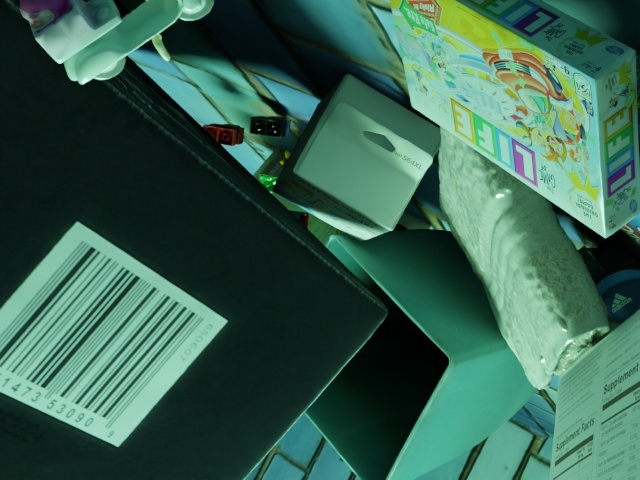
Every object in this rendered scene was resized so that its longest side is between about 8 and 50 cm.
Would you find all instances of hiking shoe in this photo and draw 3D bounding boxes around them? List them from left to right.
[{"bbox_3d":[0.257,0.060,1.035,0.132,0.113,0.304,58,-178,8],"label":"hiking shoe"}]

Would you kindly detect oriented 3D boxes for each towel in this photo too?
[{"bbox_3d":[0.138,0.011,0.899,0.187,0.049,0.282,64,180,16],"label":"towel"}]

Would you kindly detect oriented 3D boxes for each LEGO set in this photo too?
[{"bbox_3d":[-0.131,-0.205,0.622,0.287,0.132,0.107,52,172,42],"label":"LEGO set"}]

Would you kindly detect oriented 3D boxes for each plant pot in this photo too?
[{"bbox_3d":[0.114,0.092,1.122,0.234,0.165,0.166,-10,-135,-41],"label":"plant pot"}]

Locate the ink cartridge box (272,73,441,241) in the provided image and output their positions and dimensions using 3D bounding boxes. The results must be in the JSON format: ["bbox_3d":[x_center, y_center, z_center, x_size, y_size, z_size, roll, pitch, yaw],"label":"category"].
[{"bbox_3d":[0.028,-0.063,0.979,0.092,0.090,0.143,30,172,-6],"label":"ink cartridge box"}]

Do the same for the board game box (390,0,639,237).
[{"bbox_3d":[0.095,-0.080,0.622,0.154,0.026,0.103,40,158,41],"label":"board game box"}]

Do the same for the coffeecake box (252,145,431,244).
[{"bbox_3d":[0.000,0.000,1.264,0.185,0.142,0.068,28,129,7],"label":"coffeecake box"}]

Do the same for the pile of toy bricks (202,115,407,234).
[{"bbox_3d":[-0.016,-0.058,1.185,0.212,0.118,0.105,10,-169,12],"label":"pile of toy bricks"}]

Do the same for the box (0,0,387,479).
[{"bbox_3d":[-0.279,-0.057,0.928,0.472,0.297,0.480,42,-179,40],"label":"box"}]

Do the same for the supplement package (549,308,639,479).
[{"bbox_3d":[0.291,0.146,0.742,0.262,0.145,0.204,12,157,-4],"label":"supplement package"}]

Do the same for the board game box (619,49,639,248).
[{"bbox_3d":[0.191,-0.041,0.685,0.194,0.060,0.194,34,171,-35],"label":"board game box"}]
